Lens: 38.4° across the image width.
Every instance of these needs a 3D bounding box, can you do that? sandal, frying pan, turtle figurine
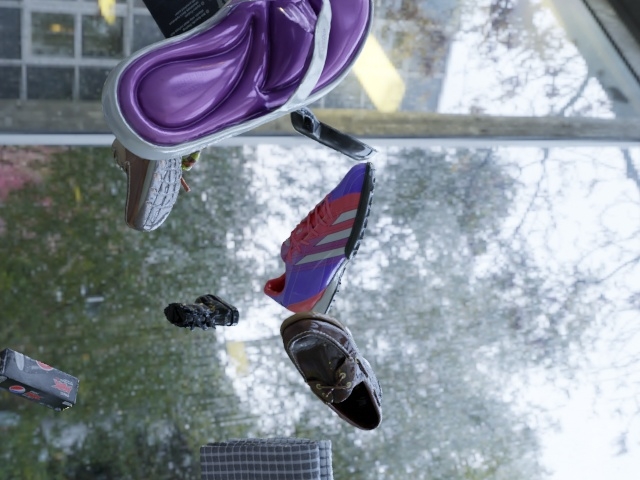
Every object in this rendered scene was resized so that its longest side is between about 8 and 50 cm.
[{"bbox_3d":[-0.060,-0.220,1.061,0.169,0.416,0.102,54,-32,-11],"label":"sandal"},{"bbox_3d":[0.021,-0.200,1.734,0.053,0.197,0.326,-64,-179,6],"label":"frying pan"},{"bbox_3d":[-0.302,-0.266,2.180,0.217,0.087,0.270,142,-56,-67],"label":"turtle figurine"}]

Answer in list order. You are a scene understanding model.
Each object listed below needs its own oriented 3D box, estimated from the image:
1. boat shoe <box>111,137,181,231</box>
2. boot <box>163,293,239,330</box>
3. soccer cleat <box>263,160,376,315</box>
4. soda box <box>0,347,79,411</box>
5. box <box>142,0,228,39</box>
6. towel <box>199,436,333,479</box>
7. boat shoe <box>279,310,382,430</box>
[{"bbox_3d":[-0.333,-0.162,1.757,0.123,0.116,0.325,69,25,-59],"label":"boat shoe"},{"bbox_3d":[-0.192,0.110,1.410,0.121,0.099,0.045,14,-81,52],"label":"boot"},{"bbox_3d":[0.000,0.000,1.455,0.109,0.116,0.318,-73,-176,-50],"label":"soccer cleat"},{"bbox_3d":[-0.544,0.266,1.744,0.053,0.169,0.060,-26,-132,31],"label":"soda box"},{"bbox_3d":[-0.195,-0.402,1.501,0.156,0.093,0.158,-30,-90,25],"label":"box"},{"bbox_3d":[-0.113,0.509,1.806,0.283,0.121,0.235,-8,-95,26],"label":"towel"},{"bbox_3d":[0.021,0.156,1.073,0.073,0.207,0.073,-27,-132,15],"label":"boat shoe"}]
